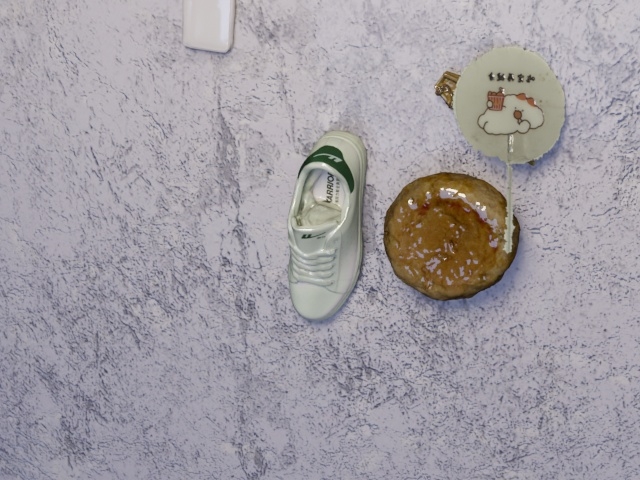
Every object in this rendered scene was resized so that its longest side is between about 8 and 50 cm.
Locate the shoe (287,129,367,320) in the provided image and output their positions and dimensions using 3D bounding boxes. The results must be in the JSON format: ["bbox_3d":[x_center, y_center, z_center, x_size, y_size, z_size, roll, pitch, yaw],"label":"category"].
[{"bbox_3d":[0.000,0.000,1.558,0.132,0.160,0.362,14,114,12],"label":"shoe"}]

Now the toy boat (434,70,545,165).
[{"bbox_3d":[0.273,-0.197,1.450,0.206,0.072,0.064,37,118,0],"label":"toy boat"}]

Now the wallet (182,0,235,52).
[{"bbox_3d":[-0.187,-0.412,1.518,0.095,0.033,0.189,12,114,10],"label":"wallet"}]

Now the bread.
[{"bbox_3d":[0.217,-0.013,1.512,0.230,0.123,0.229,8,115,18],"label":"bread"}]

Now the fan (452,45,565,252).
[{"bbox_3d":[0.295,-0.143,1.413,0.191,0.009,0.328,1,87,-13],"label":"fan"}]
